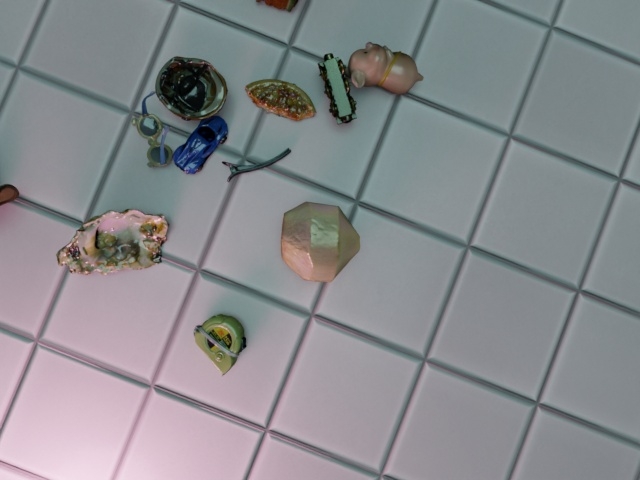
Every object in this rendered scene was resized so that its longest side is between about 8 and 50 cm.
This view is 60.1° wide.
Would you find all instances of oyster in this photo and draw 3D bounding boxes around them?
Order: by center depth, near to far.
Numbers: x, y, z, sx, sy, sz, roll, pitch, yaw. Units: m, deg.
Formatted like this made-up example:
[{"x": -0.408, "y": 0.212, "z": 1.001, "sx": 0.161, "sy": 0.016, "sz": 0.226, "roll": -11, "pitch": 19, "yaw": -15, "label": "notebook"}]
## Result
[{"x": -0.659, "y": -0.001, "z": 1.768, "sx": 0.354, "sy": 0.107, "sz": 0.201, "roll": -10, "pitch": 108, "yaw": -14, "label": "oyster"}]

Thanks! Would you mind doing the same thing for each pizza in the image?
[{"x": -0.128, "y": -0.466, "z": 1.813, "sx": 0.246, "sy": 0.058, "sz": 0.127, "roll": 30, "pitch": 88, "yaw": 2, "label": "pizza"}]

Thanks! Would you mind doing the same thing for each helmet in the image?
[{"x": -0.409, "y": -0.475, "z": 1.770, "sx": 0.224, "sy": 0.130, "sz": 0.199, "roll": 19, "pitch": 89, "yaw": -9, "label": "helmet"}]

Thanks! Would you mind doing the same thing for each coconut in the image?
[{"x": 0.000, "y": 0.000, "z": 1.713, "sx": 0.259, "sy": 0.259, "sz": 0.259, "roll": 0, "pitch": 88, "yaw": -2, "label": "coconut"}]

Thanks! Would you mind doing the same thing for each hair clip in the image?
[{"x": -0.203, "y": -0.253, "z": 1.818, "sx": 0.229, "sy": 0.039, "sz": 0.070, "roll": -16, "pitch": 89, "yaw": -7, "label": "hair clip"}]

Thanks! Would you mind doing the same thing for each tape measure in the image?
[{"x": -0.314, "y": 0.313, "z": 1.760, "sx": 0.154, "sy": 0.087, "sz": 0.177, "roll": -44, "pitch": 88, "yaw": 9, "label": "tape measure"}]

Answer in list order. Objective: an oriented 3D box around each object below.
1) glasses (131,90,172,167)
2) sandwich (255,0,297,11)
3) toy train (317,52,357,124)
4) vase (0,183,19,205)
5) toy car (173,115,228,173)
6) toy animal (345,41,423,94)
[{"x": -0.501, "y": -0.355, "z": 1.736, "sx": 0.088, "sy": 0.220, "sz": 0.190, "roll": -16, "pitch": 80, "yaw": -36, "label": "glasses"}, {"x": -0.123, "y": -0.829, "z": 1.768, "sx": 0.159, "sy": 0.185, "sz": 0.109, "roll": 14, "pitch": 80, "yaw": -4, "label": "sandwich"}, {"x": 0.056, "y": -0.482, "z": 1.782, "sx": 0.090, "sy": 0.137, "sz": 0.226, "roll": -16, "pitch": 93, "yaw": 5, "label": "toy train"}, {"x": -1.151, "y": -0.144, "z": 1.710, "sx": 0.302, "sy": 0.241, "sz": 0.329, "roll": 42, "pitch": 115, "yaw": -13, "label": "vase"}, {"x": -0.387, "y": -0.315, "z": 1.796, "sx": 0.103, "sy": 0.063, "sz": 0.216, "roll": 39, "pitch": 87, "yaw": 1, "label": "toy car"}, {"x": 0.210, "y": -0.552, "z": 1.782, "sx": 0.247, "sy": 0.165, "sz": 0.149, "roll": 4, "pitch": 107, "yaw": -8, "label": "toy animal"}]
